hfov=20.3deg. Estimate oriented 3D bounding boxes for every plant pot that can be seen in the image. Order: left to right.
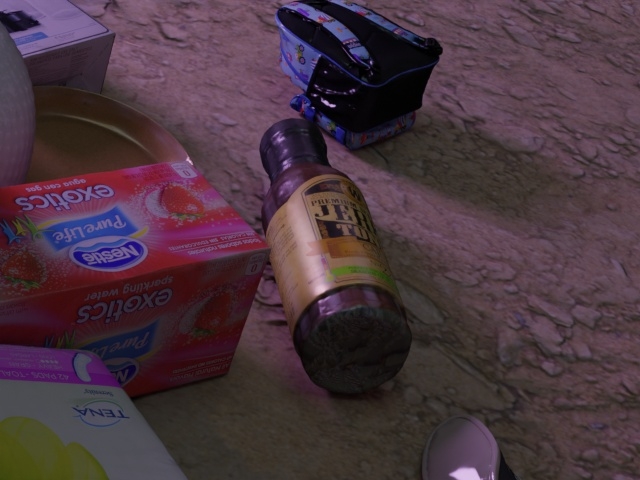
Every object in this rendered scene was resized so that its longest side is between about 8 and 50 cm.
[{"bbox_3d":[-0.237,-0.069,1.783,0.236,0.032,0.236,16,36,-12],"label":"plant pot"}]

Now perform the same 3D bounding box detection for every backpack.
[{"bbox_3d":[0.025,-0.202,2.046,0.173,0.117,0.158,35,37,23],"label":"backpack"}]

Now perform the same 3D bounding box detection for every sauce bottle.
[{"bbox_3d":[0.000,0.000,1.745,0.111,0.111,0.344,6,36,-20],"label":"sauce bottle"}]

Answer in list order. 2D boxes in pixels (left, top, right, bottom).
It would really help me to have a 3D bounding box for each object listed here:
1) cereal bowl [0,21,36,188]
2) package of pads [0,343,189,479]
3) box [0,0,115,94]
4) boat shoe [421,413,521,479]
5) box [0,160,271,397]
[{"bbox_3d":[-0.421,-0.141,1.623,0.339,0.141,0.339,9,54,-12],"label":"cereal bowl"},{"bbox_3d":[-0.238,0.176,1.320,0.296,0.101,0.229,7,32,-46],"label":"package of pads"},{"bbox_3d":[-0.383,-0.242,1.927,0.290,0.087,0.169,37,37,26],"label":"box"},{"bbox_3d":[0.146,0.232,1.546,0.065,0.075,0.206,51,7,-36],"label":"boat shoe"},{"bbox_3d":[-0.214,0.047,1.534,0.300,0.154,0.142,-11,44,-39],"label":"box"}]
